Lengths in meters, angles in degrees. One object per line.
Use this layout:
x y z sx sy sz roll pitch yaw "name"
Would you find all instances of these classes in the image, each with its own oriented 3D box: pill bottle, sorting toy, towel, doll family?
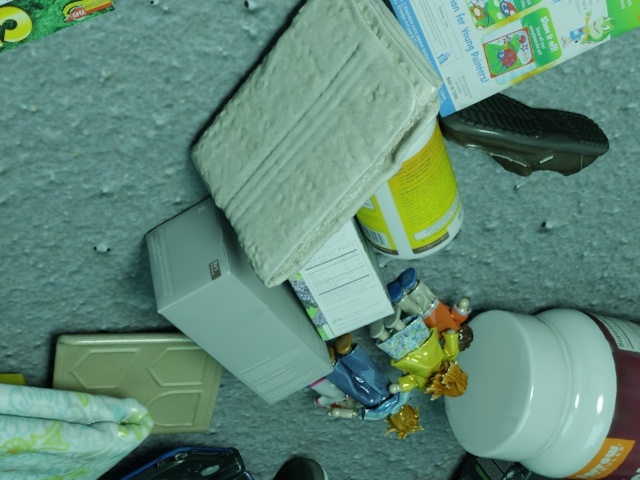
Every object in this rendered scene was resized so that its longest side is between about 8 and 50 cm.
0.378 0.211 1.569 0.392 0.224 0.224 11 130 -27 "pill bottle"
0.076 -0.085 1.250 0.117 0.117 0.215 -21 137 4 "pill bottle"
-0.278 0.179 1.471 0.307 0.041 0.229 0 139 -17 "sorting toy"
-0.010 -0.110 1.152 0.049 0.187 0.282 3 138 -49 "towel"
-0.437 0.266 1.399 0.374 0.090 0.320 13 144 -39 "towel"
0.089 0.172 1.490 0.263 0.118 0.163 -35 118 21 "doll family"

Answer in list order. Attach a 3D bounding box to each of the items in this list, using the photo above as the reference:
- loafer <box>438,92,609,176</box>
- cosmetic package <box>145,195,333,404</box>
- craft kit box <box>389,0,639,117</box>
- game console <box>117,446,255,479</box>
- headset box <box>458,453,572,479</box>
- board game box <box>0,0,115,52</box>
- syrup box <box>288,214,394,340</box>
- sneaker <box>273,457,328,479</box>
0.219 -0.105 1.301 0.220 0.080 0.078 9 130 -26 "loafer"
-0.091 0.073 1.354 0.107 0.127 0.238 -31 133 15 "cosmetic package"
0.187 -0.266 1.147 0.247 0.061 0.250 -22 137 9 "craft kit box"
-0.220 0.424 1.625 0.293 0.173 0.250 -31 160 14 "game console"
0.320 0.444 1.801 0.246 0.131 0.283 15 109 -29 "headset box"
-0.329 -0.219 1.051 0.260 0.030 0.136 -20 139 3 "board game box"
0.000 0.000 1.330 0.096 0.093 0.237 -22 137 6 "syrup box"
-0.006 0.410 1.754 0.145 0.090 0.270 7 135 -25 "sneaker"
